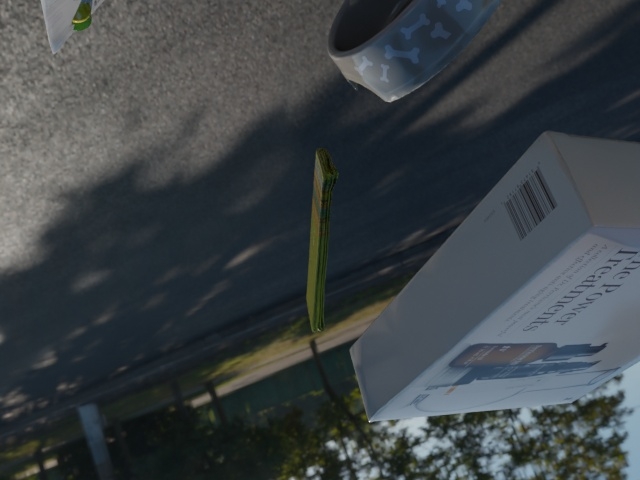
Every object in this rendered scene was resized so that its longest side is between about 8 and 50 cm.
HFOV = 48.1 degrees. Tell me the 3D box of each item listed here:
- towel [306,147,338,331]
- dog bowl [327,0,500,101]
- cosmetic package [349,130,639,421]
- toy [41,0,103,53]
[{"bbox_3d":[0.000,0.000,0.974,0.021,0.237,0.102,1,-154,-6],"label":"towel"},{"bbox_3d":[0.149,-0.392,1.176,0.102,0.348,0.349,35,136,-26],"label":"dog bowl"},{"bbox_3d":[0.234,0.059,0.697,0.285,0.097,0.377,-1,147,-25],"label":"cosmetic package"},{"bbox_3d":[-0.347,-0.368,0.971,0.136,0.056,0.237,-57,-179,-21],"label":"toy"}]
